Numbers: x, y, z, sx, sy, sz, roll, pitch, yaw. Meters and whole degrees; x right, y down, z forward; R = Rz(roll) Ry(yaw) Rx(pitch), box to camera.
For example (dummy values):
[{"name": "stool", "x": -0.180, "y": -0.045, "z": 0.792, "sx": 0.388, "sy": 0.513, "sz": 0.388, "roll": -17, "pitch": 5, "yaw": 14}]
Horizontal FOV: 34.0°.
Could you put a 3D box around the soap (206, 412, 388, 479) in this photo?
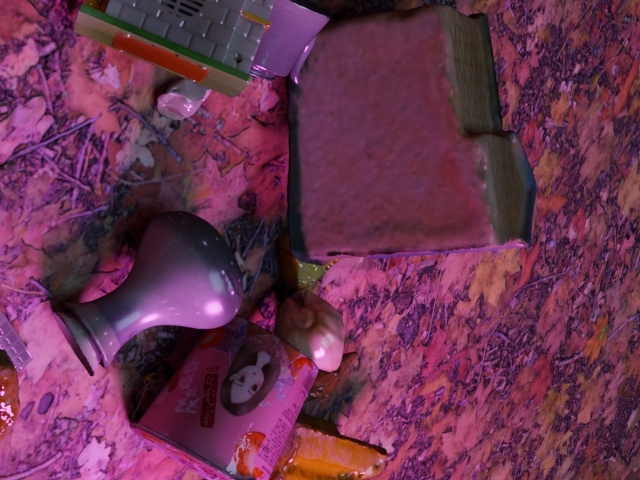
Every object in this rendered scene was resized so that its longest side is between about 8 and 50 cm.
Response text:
[{"name": "soap", "x": -0.053, "y": 0.479, "z": 1.936, "sx": 0.339, "sy": 0.169, "sz": 0.304, "roll": 29, "pitch": 87, "yaw": -52}]

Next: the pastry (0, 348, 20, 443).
[{"name": "pastry", "x": -0.476, "y": 0.205, "z": 1.311, "sx": 0.192, "sy": 0.093, "sz": 0.182, "roll": 31, "pitch": 87, "yaw": -50}]

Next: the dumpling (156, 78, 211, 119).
[{"name": "dumpling", "x": -0.194, "y": -0.198, "z": 1.470, "sx": 0.052, "sy": 0.057, "sz": 0.076, "roll": 47, "pitch": 40, "yaw": -14}]

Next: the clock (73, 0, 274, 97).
[{"name": "clock", "x": -0.155, "y": -0.339, "z": 1.301, "sx": 0.220, "sy": 0.106, "sz": 0.255, "roll": 22, "pitch": 81, "yaw": -15}]

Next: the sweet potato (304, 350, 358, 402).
[{"name": "sweet potato", "x": 0.003, "y": 0.259, "z": 1.961, "sx": 0.206, "sy": 0.068, "sz": 0.060, "roll": -34, "pitch": 159, "yaw": -43}]

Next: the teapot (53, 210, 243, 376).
[{"name": "teapot", "x": -0.242, "y": 0.078, "z": 1.477, "sx": 0.251, "sy": 0.183, "sz": 0.183, "roll": -32, "pitch": 134, "yaw": -19}]

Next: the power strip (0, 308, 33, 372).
[{"name": "power strip", "x": -0.428, "y": 0.131, "z": 1.390, "sx": 0.051, "sy": 0.019, "sz": 0.136, "roll": -42, "pitch": 139, "yaw": -24}]

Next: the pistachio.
[{"name": "pistachio", "x": -0.019, "y": 0.159, "z": 1.782, "sx": 0.117, "sy": 0.200, "sz": 0.145, "roll": -22, "pitch": 90, "yaw": -6}]

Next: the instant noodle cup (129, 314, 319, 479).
[{"name": "instant noodle cup", "x": -0.139, "y": 0.257, "z": 1.651, "sx": 0.231, "sy": 0.243, "sz": 0.243, "roll": -60, "pitch": 144, "yaw": -17}]

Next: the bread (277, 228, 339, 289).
[{"name": "bread", "x": 0.000, "y": 0.000, "z": 1.804, "sx": 0.187, "sy": 0.065, "sz": 0.103, "roll": -44, "pitch": 138, "yaw": -23}]

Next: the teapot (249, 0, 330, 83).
[{"name": "teapot", "x": -0.097, "y": -0.287, "z": 1.454, "sx": 0.239, "sy": 0.162, "sz": 0.149, "roll": 11, "pitch": 114, "yaw": -47}]

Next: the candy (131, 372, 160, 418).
[{"name": "candy", "x": -0.276, "y": 0.245, "z": 1.645, "sx": 0.083, "sy": 0.023, "sz": 0.025, "roll": -65, "pitch": 160, "yaw": 12}]

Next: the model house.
[{"name": "model house", "x": 0.150, "y": -0.164, "z": 1.686, "sx": 0.343, "sy": 0.335, "sz": 0.381, "roll": -12, "pitch": 97, "yaw": -66}]
